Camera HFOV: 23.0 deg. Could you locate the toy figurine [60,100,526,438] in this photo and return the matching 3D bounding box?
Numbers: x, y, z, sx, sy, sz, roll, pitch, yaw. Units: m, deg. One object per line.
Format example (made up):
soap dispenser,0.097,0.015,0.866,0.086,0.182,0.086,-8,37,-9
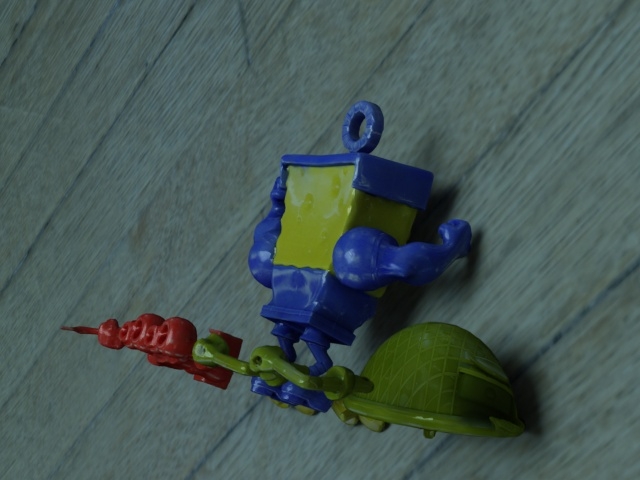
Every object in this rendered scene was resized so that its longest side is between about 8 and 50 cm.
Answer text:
toy figurine,0.000,0.000,1.045,0.362,0.191,0.217,2,72,60
